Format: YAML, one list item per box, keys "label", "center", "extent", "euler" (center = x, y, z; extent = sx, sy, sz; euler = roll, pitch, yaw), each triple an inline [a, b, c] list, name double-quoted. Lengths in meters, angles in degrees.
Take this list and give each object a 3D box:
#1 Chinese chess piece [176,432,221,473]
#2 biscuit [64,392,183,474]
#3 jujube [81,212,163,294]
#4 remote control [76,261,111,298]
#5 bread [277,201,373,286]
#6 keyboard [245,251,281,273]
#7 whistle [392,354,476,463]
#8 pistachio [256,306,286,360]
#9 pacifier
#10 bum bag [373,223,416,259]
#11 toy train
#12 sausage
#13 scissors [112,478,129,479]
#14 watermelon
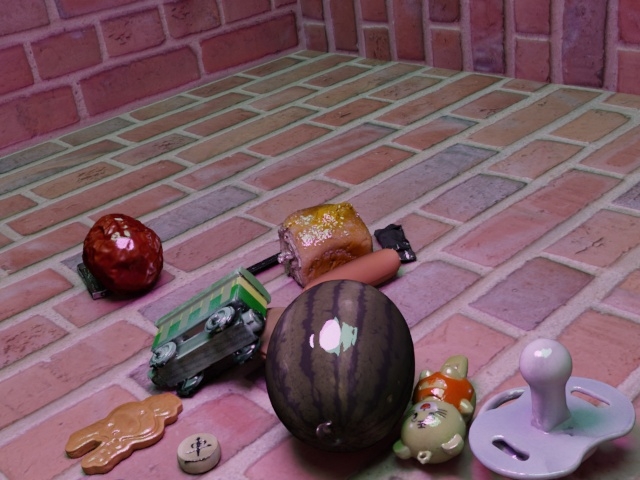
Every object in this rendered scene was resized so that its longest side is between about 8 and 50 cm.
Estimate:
- label: "Chinese chess piece"
  center: [-0.229, 0.399, 1.437]
  extent: [0.084, 0.034, 0.084]
  euler: [-7, 26, 3]
- label: "biscuit"
  center: [-0.385, 0.377, 1.530]
  extent: [0.236, 0.040, 0.144]
  euler: [-30, 40, -32]
- label: "jujube"
  center: [-0.521, 0.034, 2.033]
  extent: [0.212, 0.213, 0.232]
  euler: [-19, 28, -20]
- label: "remote control"
  center: [-0.629, 0.106, 2.115]
  extent: [0.059, 0.028, 0.212]
  euler: [-16, 29, -22]
- label: "bread"
  center: [0.000, 0.000, 1.976]
  extent: [0.246, 0.176, 0.195]
  euler: [-18, 25, -14]
- label: "keyboard"
  center: [-0.135, 0.054, 2.074]
  extent: [0.198, 0.010, 0.063]
  euler: [-26, 13, -30]
- label: "whistle"
  center: [0.222, 0.304, 1.403]
  extent: [0.131, 0.106, 0.288]
  euler: [-14, 25, 31]
- label: "pistachio"
  center: [-0.080, 0.213, 1.648]
  extent: [0.135, 0.136, 0.226]
  euler: [-18, 23, -18]
- label: "pacifier"
  center: [0.379, 0.268, 1.298]
  extent: [0.299, 0.233, 0.244]
  euler: [-22, 27, -27]
- label: "bum bag"
  center: [0.199, 0.001, 2.054]
  extent: [0.087, 0.049, 0.198]
  euler: [-6, 27, -5]
- label: "toy train"
  center: [-0.242, 0.201, 1.639]
  extent: [0.300, 0.120, 0.202]
  euler: [-33, 27, 20]
- label: "sausage"
  center: [0.077, 0.096, 1.871]
  extent: [0.288, 0.086, 0.086]
  euler: [-22, 31, -27]
- label: "scissors"
  center: [-0.502, 0.475, 1.266]
  extent: [0.383, 0.029, 0.256]
  euler: [11, 50, 18]
- label: "watermelon"
  center: [0.037, 0.235, 1.411]
  extent: [0.278, 0.279, 0.360]
  euler: [-4, 41, 8]
